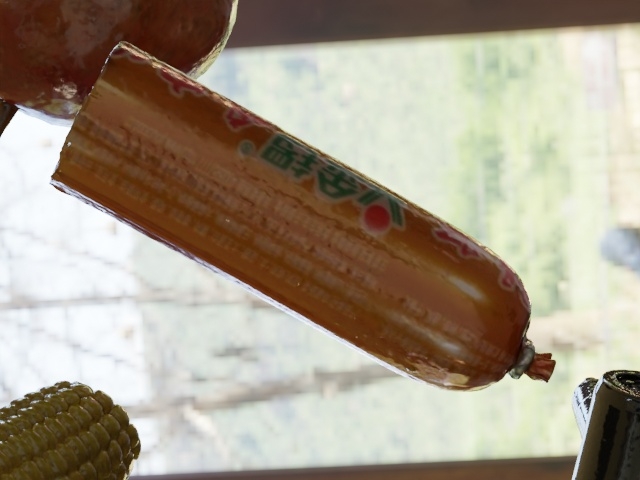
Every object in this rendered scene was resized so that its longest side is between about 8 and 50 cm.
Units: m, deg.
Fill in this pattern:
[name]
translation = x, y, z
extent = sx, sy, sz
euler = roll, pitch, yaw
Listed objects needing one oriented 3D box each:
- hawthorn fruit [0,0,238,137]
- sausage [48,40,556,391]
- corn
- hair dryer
[hawthorn fruit]
translation = -0.176, -0.151, 1.313
extent = 0.225, 0.196, 0.196
euler = -57, -15, -14
[sausage]
translation = 0.000, 0.000, 0.816
extent = 0.071, 0.234, 0.071
euler = -60, 7, 12
[corn]
translation = -0.225, 0.178, 1.069
extent = 0.305, 0.106, 0.106
euler = -37, -47, -41
[hair dryer]
translation = 0.191, 0.120, 1.254
extent = 0.255, 0.070, 0.128
euler = -86, 7, -74
